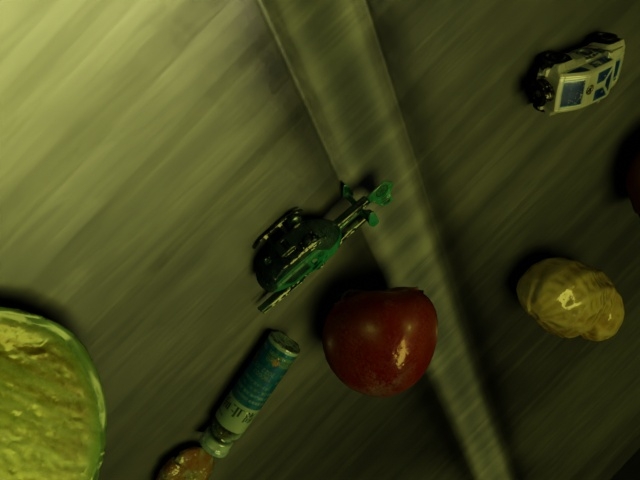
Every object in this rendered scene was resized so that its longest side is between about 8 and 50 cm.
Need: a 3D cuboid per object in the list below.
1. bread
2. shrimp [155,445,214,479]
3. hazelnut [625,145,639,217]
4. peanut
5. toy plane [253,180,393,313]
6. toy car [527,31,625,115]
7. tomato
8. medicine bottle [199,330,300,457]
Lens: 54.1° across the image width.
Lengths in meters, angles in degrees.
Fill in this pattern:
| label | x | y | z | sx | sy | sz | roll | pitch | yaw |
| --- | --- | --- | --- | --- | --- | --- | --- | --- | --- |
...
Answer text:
| label | x | y | z | sx | sy | sz | roll | pitch | yaw |
| --- | --- | --- | --- | --- | --- | --- | --- | --- | --- |
| bread | -0.342 | 0.194 | 0.570 | 0.301 | 0.045 | 0.301 | 6 | 81 | -41 |
| shrimp | -0.208 | 0.373 | 0.907 | 0.091 | 0.043 | 0.184 | 10 | 113 | -46 |
| hazelnut | 0.642 | -0.109 | 1.124 | 0.208 | 0.208 | 0.208 | -20 | 131 | -25 |
| peanut | 0.482 | 0.114 | 1.185 | 0.305 | 0.147 | 0.147 | 12 | 113 | -45 |
| toy plane | 0.000 | 0.000 | 0.783 | 0.235 | 0.060 | 0.096 | -40 | 144 | -2 |
| toy car | 0.366 | -0.231 | 0.886 | 0.171 | 0.070 | 0.080 | -25 | 133 | -22 |
| tomato | 0.084 | 0.141 | 0.877 | 0.167 | 0.167 | 0.167 | -20 | 131 | -25 |
| medicine bottle | -0.099 | 0.213 | 0.869 | 0.051 | 0.051 | 0.191 | 25 | 103 | -45 |
